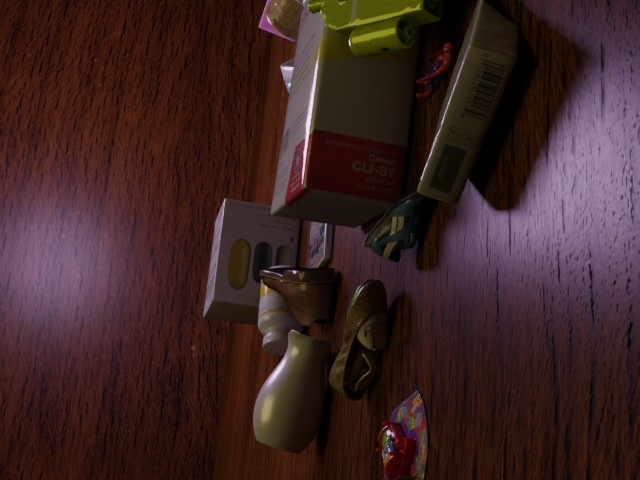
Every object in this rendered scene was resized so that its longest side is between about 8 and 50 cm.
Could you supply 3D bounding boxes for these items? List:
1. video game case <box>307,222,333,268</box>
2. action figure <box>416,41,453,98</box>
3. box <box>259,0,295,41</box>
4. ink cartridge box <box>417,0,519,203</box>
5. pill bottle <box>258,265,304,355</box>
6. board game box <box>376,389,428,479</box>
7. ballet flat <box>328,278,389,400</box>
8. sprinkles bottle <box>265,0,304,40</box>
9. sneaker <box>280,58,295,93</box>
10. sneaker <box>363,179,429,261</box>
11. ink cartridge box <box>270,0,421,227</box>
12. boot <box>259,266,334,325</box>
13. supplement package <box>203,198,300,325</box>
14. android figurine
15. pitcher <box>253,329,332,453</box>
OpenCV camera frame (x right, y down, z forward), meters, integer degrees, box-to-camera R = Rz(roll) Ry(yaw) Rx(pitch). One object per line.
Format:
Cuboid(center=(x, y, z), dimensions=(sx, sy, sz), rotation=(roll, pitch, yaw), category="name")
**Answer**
Cuboid(center=(0.000, 0.000, 1.822), dimensions=(0.157, 0.019, 0.143), rotation=(124, 153, -64), category="video game case")
Cuboid(center=(0.156, -0.234, 1.179), dimensions=(0.115, 0.030, 0.038), rotation=(126, 156, -64), category="action figure")
Cuboid(center=(-0.063, -0.698, 2.349), dimensions=(0.243, 0.117, 0.214), rotation=(132, 157, -72), category="box")
Cuboid(center=(0.178, -0.178, 1.014), dimensions=(0.232, 0.066, 0.189), rotation=(-60, -11, -54), category="ink cartridge box")
Cuboid(center=(-0.085, 0.155, 1.909), dimensions=(0.103, 0.103, 0.184), rotation=(114, 161, -54), category="pill bottle")
Cuboid(center=(0.092, 0.265, 1.091), dimensions=(0.169, 0.033, 0.133), rotation=(119, 157, -60), category="board game box")
Cuboid(center=(0.067, 0.153, 1.269), dimensions=(0.067, 0.073, 0.206), rotation=(48, 137, 41), category="ballet flat")
Cuboid(center=(0.013, -0.568, 1.745), dimensions=(0.355, 0.121, 0.121), rotation=(-53, 28, 42), category="sprinkles bottle")
Cuboid(center=(0.024, -0.294, 1.752), dimensions=(0.366, 0.135, 0.150), rotation=(-130, 18, -69), category="sneaker")
Cuboid(center=(0.117, -0.027, 1.163), dimensions=(0.144, 0.059, 0.053), rotation=(-51, -3, 40), category="sneaker")
Cuboid(center=(0.042, -0.234, 1.410), dimensions=(0.279, 0.160, 0.385), rotation=(153, 125, -76), category="ink cartridge box")
Cuboid(center=(-0.053, 0.109, 1.747), dimensions=(0.305, 0.112, 0.115), rotation=(-176, 82, -71), category="boot")
Cuboid(center=(-0.173, 0.062, 2.184), dimensions=(0.198, 0.199, 0.263), rotation=(128, 149, -68), category="supplement package")
Cuboid(center=(0.090, -0.371, 1.184), dimensions=(0.272, 0.056, 0.248), rotation=(2, 81, 43), category="android figurine")
Cuboid(center=(-0.042, 0.280, 1.602), dimensions=(0.178, 0.125, 0.207), rotation=(56, -129, -75), category="pitcher")
